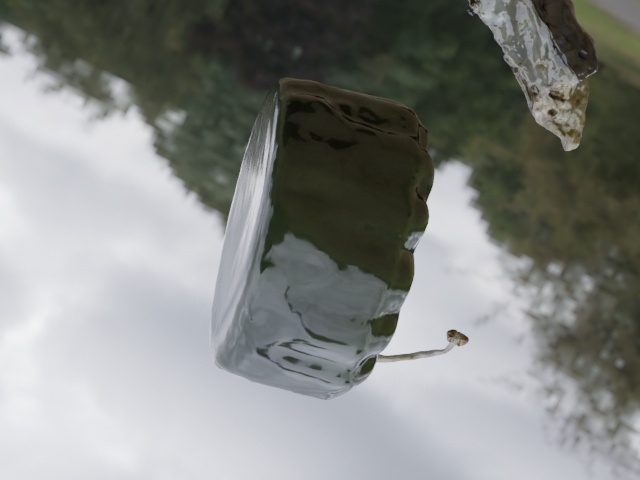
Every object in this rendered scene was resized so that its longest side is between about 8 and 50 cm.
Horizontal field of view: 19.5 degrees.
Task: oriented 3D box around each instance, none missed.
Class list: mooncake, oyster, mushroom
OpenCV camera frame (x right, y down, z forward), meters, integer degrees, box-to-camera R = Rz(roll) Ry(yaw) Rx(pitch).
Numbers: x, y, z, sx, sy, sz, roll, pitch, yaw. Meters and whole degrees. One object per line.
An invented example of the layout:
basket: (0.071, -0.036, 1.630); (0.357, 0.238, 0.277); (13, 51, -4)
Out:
mooncake: (0.000, 0.000, 2.113); (0.194, 0.356, 0.356); (12, -170, -8)
oyster: (0.282, -0.283, 2.426); (0.166, 0.110, 0.341); (-22, -90, -59)
mushroom: (0.060, 0.145, 2.340); (0.286, 0.028, 0.026); (-12, 172, 32)
